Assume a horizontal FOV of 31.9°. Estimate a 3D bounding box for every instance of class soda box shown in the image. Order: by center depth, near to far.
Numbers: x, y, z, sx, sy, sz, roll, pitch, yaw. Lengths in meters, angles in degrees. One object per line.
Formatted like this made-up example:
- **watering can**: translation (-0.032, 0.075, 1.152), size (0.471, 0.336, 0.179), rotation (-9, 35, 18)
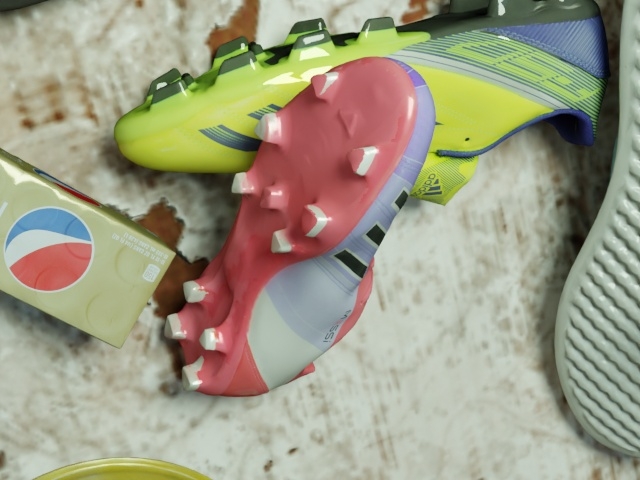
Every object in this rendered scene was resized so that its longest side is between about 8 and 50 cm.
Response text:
- **soda box**: translation (-0.171, -0.015, 0.580), size (0.181, 0.058, 0.061), rotation (30, 90, -22)

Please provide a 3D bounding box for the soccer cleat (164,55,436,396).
- **soccer cleat**: translation (0.000, 0.000, 0.579), size (0.095, 0.083, 0.248), rotation (-1, 142, -34)

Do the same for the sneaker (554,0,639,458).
- **sneaker**: translation (0.240, -0.036, 0.681), size (0.150, 0.135, 0.365), rotation (-39, 141, -50)

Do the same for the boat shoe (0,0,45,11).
- **boat shoe**: translation (-0.051, -0.207, 0.560), size (0.335, 0.095, 0.112), rotation (-30, 109, -11)

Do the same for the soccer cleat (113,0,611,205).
- **soccer cleat**: translation (0.034, -0.067, 0.621), size (0.289, 0.093, 0.121), rotation (-15, 108, -16)

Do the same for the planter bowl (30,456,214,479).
- **planter bowl**: translation (-0.114, 0.241, 0.636), size (0.217, 0.090, 0.217), rotation (-4, 103, -18)
